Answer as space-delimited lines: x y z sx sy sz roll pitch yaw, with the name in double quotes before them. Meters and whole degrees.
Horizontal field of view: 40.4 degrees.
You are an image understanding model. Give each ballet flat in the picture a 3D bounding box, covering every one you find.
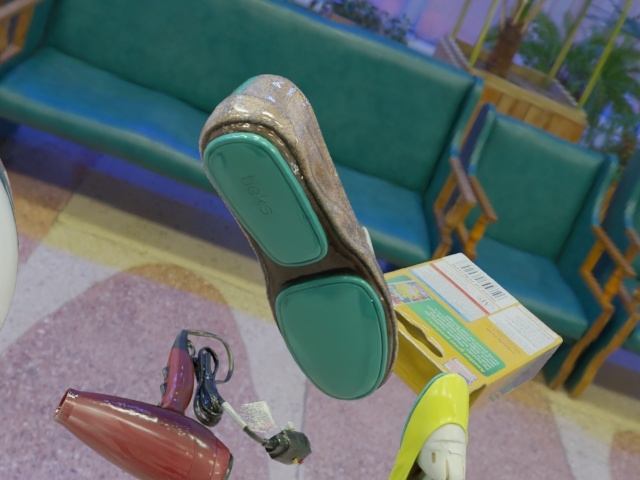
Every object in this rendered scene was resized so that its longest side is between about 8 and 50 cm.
"ballet flat" 0.000 0.000 0.712 0.107 0.316 0.106 -5 42 17
"ballet flat" 0.112 0.256 0.929 0.077 0.231 0.077 20 12 -32

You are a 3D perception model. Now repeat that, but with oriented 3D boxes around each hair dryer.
"hair dryer" -0.167 0.195 0.972 0.223 0.080 0.293 42 19 33

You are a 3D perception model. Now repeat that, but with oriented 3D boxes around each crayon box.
"crayon box" 0.171 0.126 1.165 0.203 0.083 0.323 43 27 23

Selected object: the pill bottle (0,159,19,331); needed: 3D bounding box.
"pill bottle" -0.224 0.000 0.397 0.161 0.161 0.283 15 2 -21
